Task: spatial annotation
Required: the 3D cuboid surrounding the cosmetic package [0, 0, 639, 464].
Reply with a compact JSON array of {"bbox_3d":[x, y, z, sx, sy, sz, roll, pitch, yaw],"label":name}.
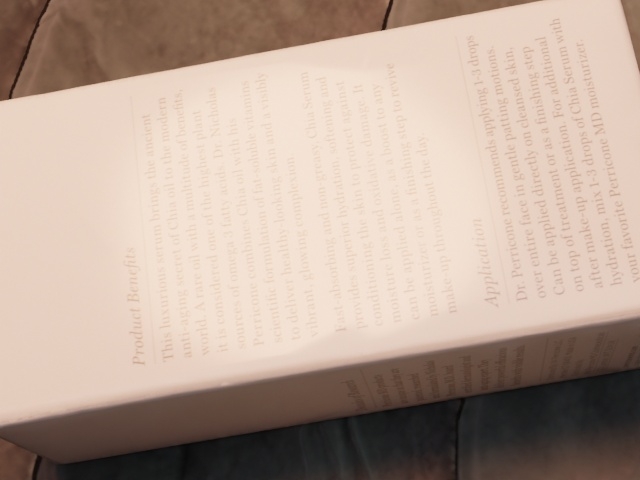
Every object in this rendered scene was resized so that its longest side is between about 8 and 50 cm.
[{"bbox_3d":[0.000,0.000,0.838,0.453,0.161,0.230,-9,69,4],"label":"cosmetic package"}]
